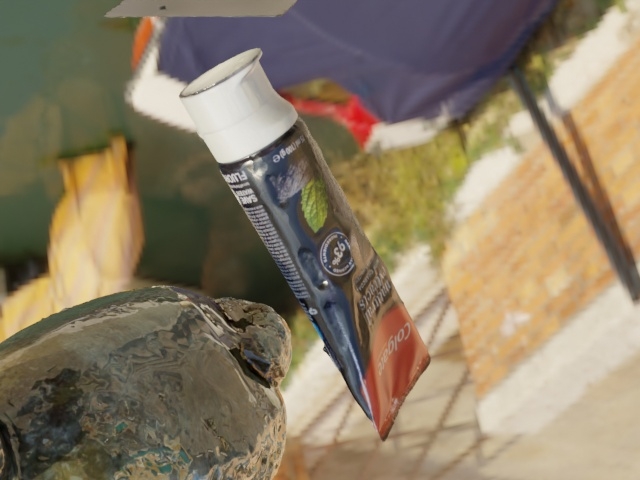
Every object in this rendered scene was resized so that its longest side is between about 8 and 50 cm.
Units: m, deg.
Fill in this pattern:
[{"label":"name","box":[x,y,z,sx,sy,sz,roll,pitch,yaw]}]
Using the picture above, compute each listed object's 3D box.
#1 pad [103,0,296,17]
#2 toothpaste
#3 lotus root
[{"label":"pad","box":[-0.074,-0.233,1.397,0.159,0.265,0.009,3,114,15]},{"label":"toothpaste","box":[0.000,0.000,0.753,0.045,0.071,0.193,-17,111,34]},{"label":"lotus root","box":[-0.131,0.121,0.915,0.175,0.175,0.349,-30,173,27]}]
